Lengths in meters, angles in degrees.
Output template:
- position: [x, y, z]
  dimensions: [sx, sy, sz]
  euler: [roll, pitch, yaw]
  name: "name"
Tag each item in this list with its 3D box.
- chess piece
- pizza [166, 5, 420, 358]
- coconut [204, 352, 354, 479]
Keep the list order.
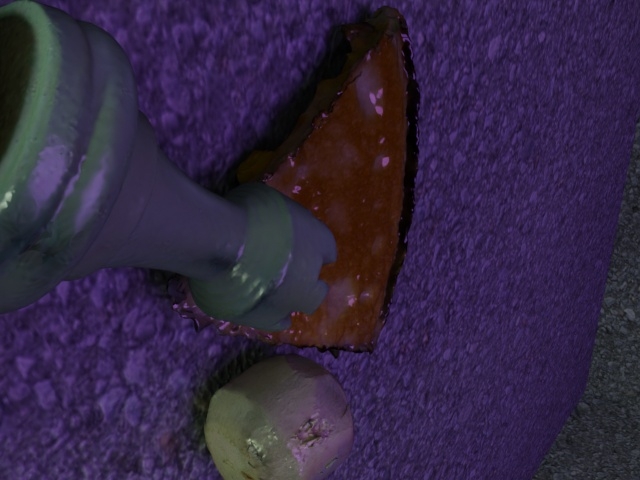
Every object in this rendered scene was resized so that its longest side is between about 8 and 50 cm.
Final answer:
- position: [-0.122, -0.017, 0.492]
  dimensions: [0.299, 0.195, 0.194]
  euler: [27, 86, -47]
  name: "chess piece"
- position: [0.022, -0.011, 0.819]
  dimensions: [0.435, 0.080, 0.391]
  euler: [-52, 140, -20]
  name: "pizza"
- position: [-0.037, 0.218, 0.788]
  dimensions: [0.183, 0.171, 0.170]
  euler: [-28, 129, -38]
  name: "coconut"
